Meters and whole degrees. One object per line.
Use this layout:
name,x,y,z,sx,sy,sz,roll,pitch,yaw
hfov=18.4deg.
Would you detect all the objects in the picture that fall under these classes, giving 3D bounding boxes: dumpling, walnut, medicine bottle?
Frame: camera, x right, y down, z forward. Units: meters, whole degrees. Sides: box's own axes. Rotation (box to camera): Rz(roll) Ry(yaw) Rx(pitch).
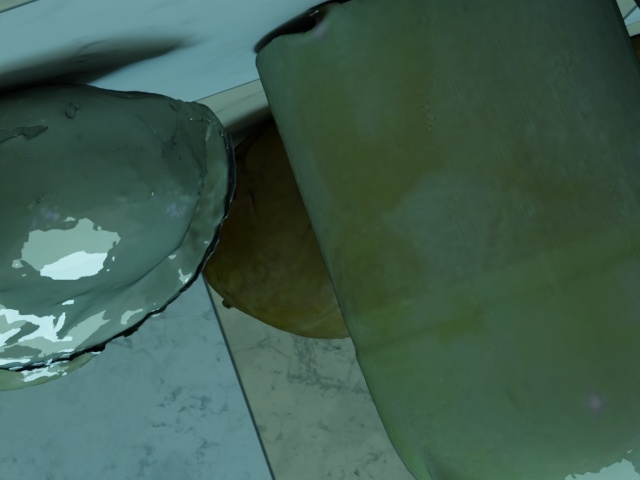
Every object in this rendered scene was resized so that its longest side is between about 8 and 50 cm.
dumpling,-0.155,-0.005,1.120,0.247,0.172,0.142,-10,-157,-36
walnut,-0.003,-0.012,1.661,0.203,0.203,0.298,-17,172,-40
medicine bottle,0.132,0.033,1.258,0.236,0.406,0.236,-19,178,-1

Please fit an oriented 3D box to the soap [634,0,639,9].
soap,0.271,-0.216,1.124,0.159,0.258,0.302,-18,133,-6

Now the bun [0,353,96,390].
bun,-0.213,0.032,1.277,0.210,0.116,0.237,7,-159,25

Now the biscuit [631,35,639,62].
biscuit,0.202,-0.123,2.175,0.368,0.076,0.394,-20,178,-9

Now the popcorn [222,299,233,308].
popcorn,-0.002,-0.001,1.887,0.169,0.189,0.218,22,177,24
